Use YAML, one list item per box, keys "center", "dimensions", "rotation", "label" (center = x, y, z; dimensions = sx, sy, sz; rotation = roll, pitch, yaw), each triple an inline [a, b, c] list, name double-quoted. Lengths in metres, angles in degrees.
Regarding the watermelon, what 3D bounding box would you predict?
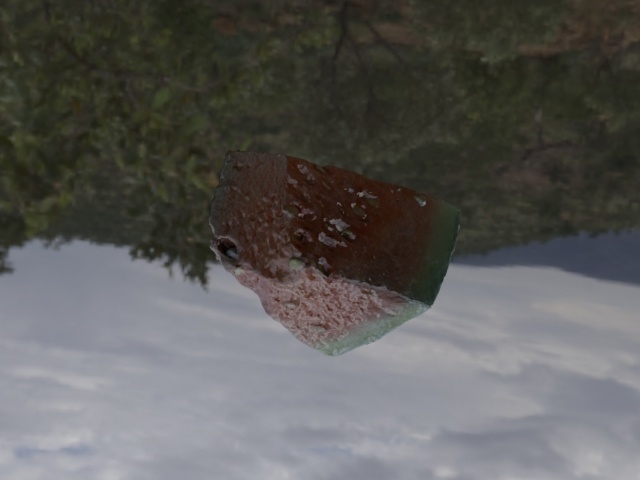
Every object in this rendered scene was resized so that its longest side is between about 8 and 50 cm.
- center: [0.000, 0.000, 1.011]
  dimensions: [0.256, 0.193, 0.139]
  rotation: [31, 161, -27]
  label: "watermelon"
